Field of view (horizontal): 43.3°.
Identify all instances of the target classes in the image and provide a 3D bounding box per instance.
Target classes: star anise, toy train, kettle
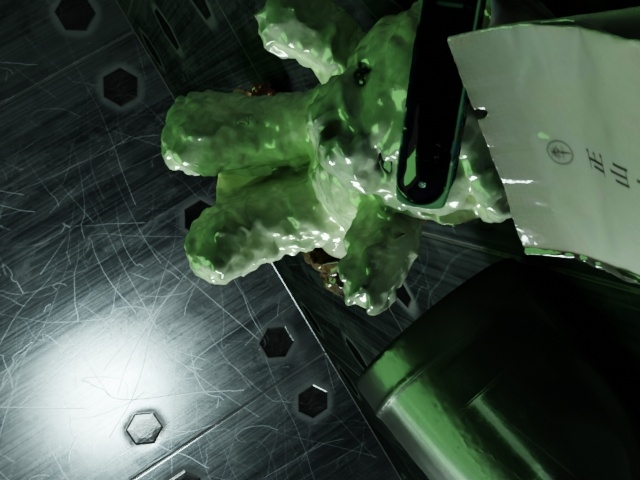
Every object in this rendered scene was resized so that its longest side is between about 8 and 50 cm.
[{"bbox_3d":[-0.007,-0.004,1.536,0.315,0.108,0.315,42,173,7],"label":"star anise"},{"bbox_3d":[0.087,-0.124,0.566,0.047,0.043,0.207,-37,-44,-66],"label":"toy train"},{"bbox_3d":[0.234,0.219,0.882,0.324,0.228,0.321,52,-173,18],"label":"kettle"}]

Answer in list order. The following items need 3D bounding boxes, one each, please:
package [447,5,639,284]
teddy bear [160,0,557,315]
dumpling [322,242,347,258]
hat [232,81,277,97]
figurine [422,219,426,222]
[{"bbox_3d":[0.212,-0.046,0.495,0.251,0.062,0.204,17,140,47],"label":"package"},{"bbox_3d":[0.005,-0.088,0.740,0.362,0.375,0.327,-27,-75,-86],"label":"teddy bear"},{"bbox_3d":[0.031,-0.044,1.294,0.136,0.118,0.199,54,154,4],"label":"dumpling"},{"bbox_3d":[-0.088,-0.187,1.420,0.237,0.107,0.286,39,172,10],"label":"hat"},{"bbox_3d":[0.043,-0.082,1.054,0.189,0.142,0.263,27,180,-22],"label":"figurine"}]
